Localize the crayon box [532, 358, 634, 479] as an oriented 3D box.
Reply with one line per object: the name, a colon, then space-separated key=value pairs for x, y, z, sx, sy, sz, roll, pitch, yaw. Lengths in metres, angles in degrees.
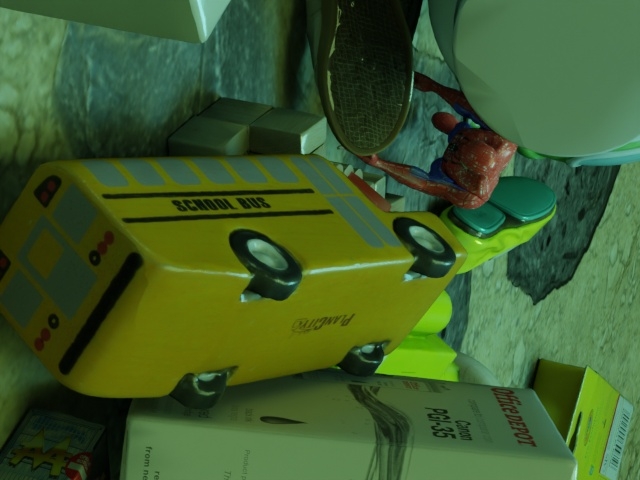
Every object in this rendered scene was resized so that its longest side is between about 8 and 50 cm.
crayon box: x=0.316 y=0.270 z=2.347 sx=0.318 sy=0.081 sz=0.202 roll=39 pitch=65 yaw=-66

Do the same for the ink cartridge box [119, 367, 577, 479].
ink cartridge box: x=0.014 y=0.159 z=1.214 sx=0.207 sy=0.283 sz=0.117 roll=-101 pitch=-163 yaw=-81

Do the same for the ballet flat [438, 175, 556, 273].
ballet flat: x=0.170 y=-0.012 z=1.875 sx=0.231 sy=0.077 sz=0.077 roll=-23 pitch=144 yaw=-60

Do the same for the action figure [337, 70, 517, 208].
action figure: x=0.085 y=-0.087 z=1.549 sx=0.091 sy=0.139 sz=0.280 roll=-61 pitch=-172 yaw=1

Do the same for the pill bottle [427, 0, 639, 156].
pill bottle: x=0.208 y=-0.227 z=1.498 sx=0.407 sy=0.229 sz=0.229 roll=-73 pitch=165 yaw=-62

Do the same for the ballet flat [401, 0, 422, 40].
ballet flat: x=0.064 y=-0.241 z=1.517 sx=0.084 sy=0.058 sz=0.249 roll=-66 pitch=168 yaw=-74

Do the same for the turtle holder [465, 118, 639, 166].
turtle holder: x=0.306 y=-0.180 z=1.890 sx=0.320 sy=0.227 sz=0.243 roll=39 pitch=65 yaw=-65

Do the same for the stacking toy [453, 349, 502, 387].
stacking toy: x=0.141 y=0.200 z=1.846 sx=0.330 sy=0.141 sz=0.141 roll=42 pitch=63 yaw=-72

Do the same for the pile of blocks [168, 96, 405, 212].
pile of blocks: x=0.000 y=0.000 z=1.398 sx=0.362 sy=0.113 sz=0.149 roll=31 pitch=73 yaw=-66

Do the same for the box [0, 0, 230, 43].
box: x=-0.083 y=-0.307 z=0.962 sx=0.215 sy=0.168 sz=0.345 roll=75 pitch=35 yaw=-49

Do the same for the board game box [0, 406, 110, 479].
board game box: x=-0.187 y=0.212 z=1.128 sx=0.194 sy=0.060 sz=0.194 roll=-26 pitch=124 yaw=-63

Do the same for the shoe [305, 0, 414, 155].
shoe: x=0.027 y=-0.174 z=1.410 sx=0.058 sy=0.077 sz=0.219 roll=-119 pitch=-158 yaw=-69

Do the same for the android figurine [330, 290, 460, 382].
android figurine: x=0.007 y=0.135 z=1.434 sx=0.248 sy=0.056 sz=0.273 roll=-56 pitch=151 yaw=16

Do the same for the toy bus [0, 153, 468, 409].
toy bus: x=-0.047 y=0.018 z=1.167 sx=0.333 sy=0.130 sz=0.108 roll=-5 pitch=136 yaw=-55
